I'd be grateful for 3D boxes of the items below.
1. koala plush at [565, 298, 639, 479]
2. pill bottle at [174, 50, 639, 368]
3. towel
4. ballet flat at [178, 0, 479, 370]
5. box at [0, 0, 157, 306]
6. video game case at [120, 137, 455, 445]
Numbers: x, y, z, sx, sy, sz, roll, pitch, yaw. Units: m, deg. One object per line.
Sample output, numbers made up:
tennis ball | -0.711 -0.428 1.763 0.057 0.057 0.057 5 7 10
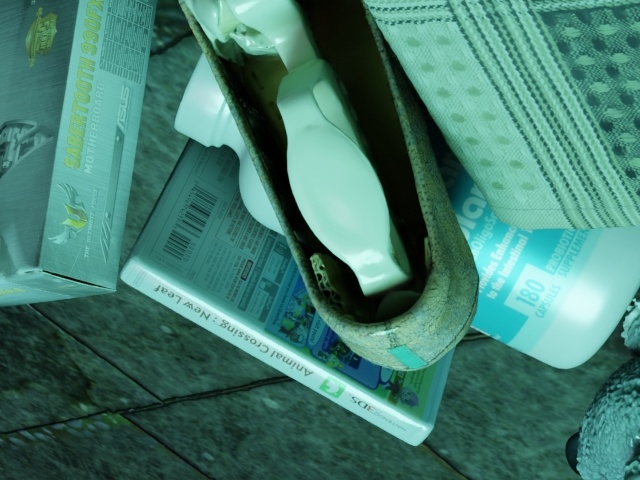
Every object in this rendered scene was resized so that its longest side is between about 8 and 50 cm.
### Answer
koala plush | 0.239 0.143 1.155 0.203 0.196 0.221 -5 140 27
pill bottle | 0.056 -0.045 1.011 0.264 0.146 0.146 25 152 0
towel | 0.146 -0.119 0.760 0.312 0.056 0.324 0 140 36
ballet flat | -0.005 -0.087 0.884 0.107 0.316 0.106 -27 172 14
box | -0.178 -0.077 1.063 0.056 0.231 0.183 18 163 -40
video game case | 0.000 0.000 1.073 0.193 0.212 0.023 30 129 -8
